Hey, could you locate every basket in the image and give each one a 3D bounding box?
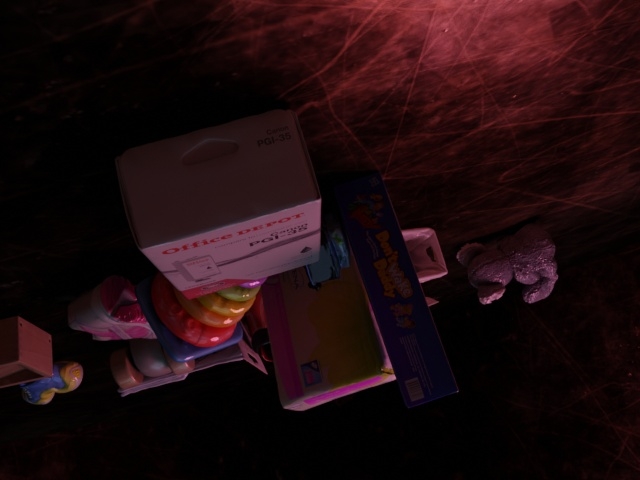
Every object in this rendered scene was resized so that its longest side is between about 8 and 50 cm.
[{"bbox_3d":[0.167,0.046,1.467,0.167,0.113,0.103,-7,164,-33],"label":"basket"}]

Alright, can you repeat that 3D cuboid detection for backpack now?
[{"bbox_3d":[0.000,0.000,1.088,0.084,0.114,0.105,-19,127,-1],"label":"backpack"}]

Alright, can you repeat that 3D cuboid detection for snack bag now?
[{"bbox_3d":[-0.284,0.273,1.696,0.343,0.037,0.323,-18,-173,15],"label":"snack bag"}]

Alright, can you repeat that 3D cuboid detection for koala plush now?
[{"bbox_3d":[0.480,0.063,1.779,0.222,0.196,0.203,-16,154,-6],"label":"koala plush"}]

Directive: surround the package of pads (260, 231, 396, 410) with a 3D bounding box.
[{"bbox_3d":[0.014,0.149,1.306,0.229,0.296,0.101,-24,155,22],"label":"package of pads"}]

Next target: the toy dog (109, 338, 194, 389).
[{"bbox_3d":[-0.345,0.202,1.471,0.220,0.160,0.334,-16,180,-17],"label":"toy dog"}]

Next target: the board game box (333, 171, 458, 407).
[{"bbox_3d":[0.118,0.091,1.113,0.078,0.346,0.233,-19,166,2],"label":"board game box"}]

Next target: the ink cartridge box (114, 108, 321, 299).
[{"bbox_3d":[-0.111,-0.030,0.855,0.208,0.117,0.283,-16,166,-4],"label":"ink cartridge box"}]

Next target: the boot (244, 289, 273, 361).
[{"bbox_3d":[-0.129,0.190,1.532,0.089,0.176,0.244,-20,167,-2],"label":"boot"}]

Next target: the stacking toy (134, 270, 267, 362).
[{"bbox_3d":[-0.144,0.048,1.094,0.302,0.165,0.175,-42,163,34],"label":"stacking toy"}]

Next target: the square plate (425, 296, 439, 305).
[{"bbox_3d":[0.168,0.257,2.269,0.348,0.049,0.344,-17,174,-20],"label":"square plate"}]

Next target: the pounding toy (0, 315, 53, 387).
[{"bbox_3d":[-0.593,0.187,1.174,0.181,0.094,0.206,-12,156,0],"label":"pounding toy"}]

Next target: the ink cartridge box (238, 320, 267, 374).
[{"bbox_3d":[-0.187,0.202,1.448,0.045,0.179,0.145,-30,151,2],"label":"ink cartridge box"}]

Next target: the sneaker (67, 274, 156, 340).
[{"bbox_3d":[-0.354,0.126,1.215,0.111,0.102,0.252,-16,160,12],"label":"sneaker"}]

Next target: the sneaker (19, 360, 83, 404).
[{"bbox_3d":[-0.677,0.327,1.633,0.240,0.091,0.126,-27,144,34],"label":"sneaker"}]
